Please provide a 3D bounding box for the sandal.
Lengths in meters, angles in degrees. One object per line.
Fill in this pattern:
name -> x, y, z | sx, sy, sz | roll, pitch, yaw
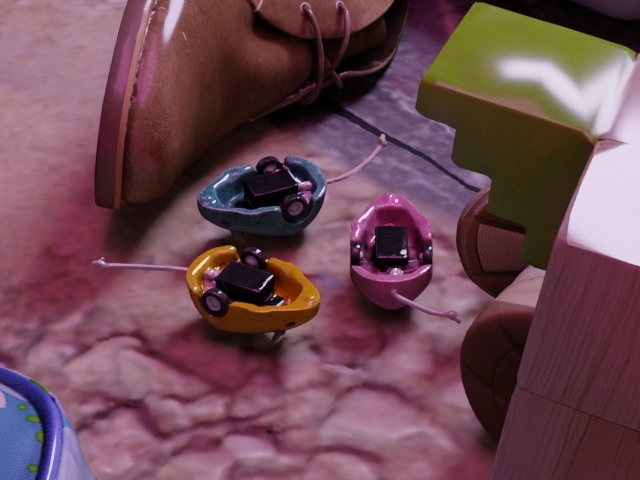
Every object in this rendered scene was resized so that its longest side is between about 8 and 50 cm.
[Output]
sandal -> 0.128, -0.022, 0.807 | 0.180, 0.072, 0.049 | -26, 30, -31

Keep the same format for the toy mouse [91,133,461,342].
toy mouse -> 0.000, 0.000, 0.803 | 0.161, 0.031, 0.143 | 15, 41, 18

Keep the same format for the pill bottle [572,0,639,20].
pill bottle -> 0.161, -0.196, 0.971 | 0.229, 0.131, 0.131 | 30, 47, 33

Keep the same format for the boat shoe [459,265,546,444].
boat shoe -> 0.227, 0.060, 0.654 | 0.341, 0.122, 0.110 | 18, 42, 23

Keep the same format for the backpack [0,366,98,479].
backpack -> -0.199, 0.150, 0.470 | 0.355, 0.273, 0.290 | 18, 33, 3

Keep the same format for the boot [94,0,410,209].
boot -> -0.026, -0.110, 0.894 | 0.115, 0.112, 0.305 | 20, 39, 7

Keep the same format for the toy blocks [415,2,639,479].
toy blocks -> 0.187, 0.118, 0.491 | 0.381, 0.261, 0.191 | 19, 39, 12
